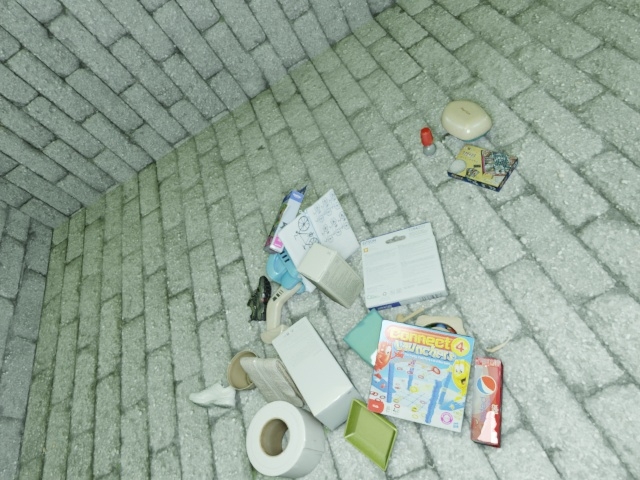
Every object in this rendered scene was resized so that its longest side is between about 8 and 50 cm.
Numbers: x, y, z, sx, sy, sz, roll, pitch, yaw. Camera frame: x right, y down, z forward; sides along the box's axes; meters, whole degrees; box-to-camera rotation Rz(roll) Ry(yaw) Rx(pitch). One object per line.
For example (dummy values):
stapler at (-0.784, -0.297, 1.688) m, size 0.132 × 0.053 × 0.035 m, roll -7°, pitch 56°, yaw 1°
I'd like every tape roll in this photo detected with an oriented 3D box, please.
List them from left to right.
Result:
tape roll at (-0.127, 0.734, 1.561) m, size 0.246 × 0.169 × 0.246 m, roll -15°, pitch 54°, yaw 22°

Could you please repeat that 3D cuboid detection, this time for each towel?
towel at (-0.182, 0.551, 1.640) m, size 0.187 × 0.282 × 0.049 m, roll -8°, pitch 34°, yaw 32°

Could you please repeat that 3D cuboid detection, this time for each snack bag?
snack bag at (0.000, 0.000, 1.795) m, size 0.342 × 0.323 × 0.037 m, roll -40°, pitch 27°, yaw -29°

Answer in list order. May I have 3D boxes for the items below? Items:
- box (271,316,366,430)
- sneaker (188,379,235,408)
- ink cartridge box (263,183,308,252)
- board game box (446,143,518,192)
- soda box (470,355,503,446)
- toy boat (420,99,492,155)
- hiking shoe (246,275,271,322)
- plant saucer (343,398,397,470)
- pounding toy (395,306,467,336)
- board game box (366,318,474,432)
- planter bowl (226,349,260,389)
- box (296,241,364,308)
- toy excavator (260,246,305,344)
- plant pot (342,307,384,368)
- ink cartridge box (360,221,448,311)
box at (-0.008, 0.497, 1.600) m, size 0.168 × 0.215 × 0.345 m, roll -35°, pitch 49°, yaw -6°
sneaker at (-0.466, 0.670, 1.854) m, size 0.232 × 0.090 × 0.115 m, roll -4°, pitch 52°, yaw 17°
ink cartridge box at (-0.152, -0.095, 1.809) m, size 0.311 × 0.065 × 0.186 m, roll -67°, pitch 13°, yaw -11°
board game box at (0.702, -0.319, 1.845) m, size 0.243 × 0.042 × 0.165 m, roll 29°, pitch 78°, yaw 39°
soda box at (0.542, 0.519, 1.372) m, size 0.083 × 0.092 × 0.263 m, roll -1°, pitch 61°, yaw 29°
toy boat at (0.612, -0.516, 1.969) m, size 0.318 × 0.148 × 0.267 m, roll -26°, pitch 48°, yaw 5°
hiking shoe at (-0.299, 0.273, 2.001) m, size 0.114 × 0.086 × 0.227 m, roll -12°, pitch 57°, yaw 19°
plant saucer at (0.178, 0.659, 1.465) m, size 0.188 × 0.045 × 0.188 m, roll 26°, pitch 117°, yaw 35°
pounding toy at (0.392, 0.341, 1.527) m, size 0.269 × 0.155 × 0.154 m, roll -2°, pitch 56°, yaw 28°
board game box at (0.332, 0.443, 1.422) m, size 0.308 × 0.086 × 0.302 m, roll 9°, pitch 83°, yaw 10°
planter bowl at (-0.300, 0.562, 1.804) m, size 0.162 × 0.109 × 0.162 m, roll -14°, pitch 56°, yaw 21°
box at (0.051, 0.149, 1.737) m, size 0.121 × 0.311 × 0.148 m, roll 24°, pitch 75°, yaw 38°
toy excavator at (-0.143, 0.191, 1.915) m, size 0.445 × 0.222 × 0.433 m, roll -47°, pitch 47°, yaw 12°
plant pot at (0.235, 0.408, 1.576) m, size 0.165 × 0.166 × 0.234 m, roll -44°, pitch 62°, yaw -2°
ink cartridge box at (0.337, 0.109, 1.763) m, size 0.324 × 0.071 × 0.330 m, roll -16°, pitch 51°, yaw 21°
